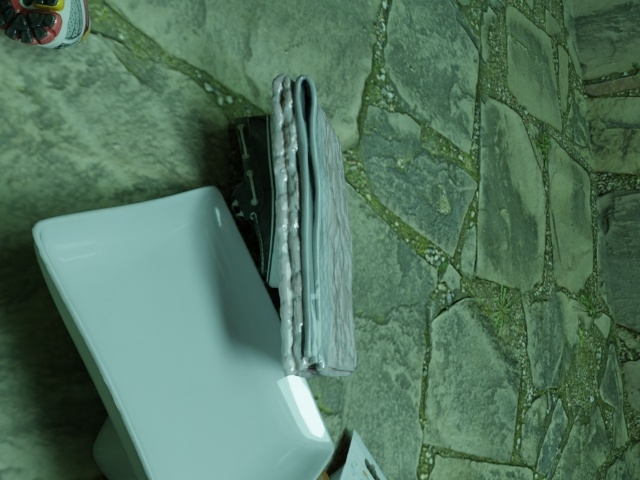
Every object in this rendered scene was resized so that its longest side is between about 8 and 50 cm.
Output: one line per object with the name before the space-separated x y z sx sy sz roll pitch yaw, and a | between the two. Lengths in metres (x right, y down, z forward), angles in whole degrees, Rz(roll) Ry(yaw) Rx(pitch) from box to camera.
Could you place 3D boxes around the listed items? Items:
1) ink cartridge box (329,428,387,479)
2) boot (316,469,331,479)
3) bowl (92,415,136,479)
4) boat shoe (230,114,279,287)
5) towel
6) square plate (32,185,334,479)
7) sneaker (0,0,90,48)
ink cartridge box | 0.040 0.368 1.044 0.145 0.045 0.179 60 28 -27
boot | -0.013 0.396 0.845 0.280 0.096 0.264 53 49 -1
bowl | -0.145 0.201 0.790 0.142 0.053 0.142 59 38 -30
boat shoe | -0.073 -0.047 0.946 0.078 0.070 0.219 106 -19 -72
towel | 0.000 0.000 0.950 0.317 0.054 0.331 46 41 -78
square plate | -0.116 0.123 0.759 0.343 0.049 0.347 67 19 -1
sneaker | -0.268 -0.283 0.719 0.093 0.088 0.225 -6 87 -77
